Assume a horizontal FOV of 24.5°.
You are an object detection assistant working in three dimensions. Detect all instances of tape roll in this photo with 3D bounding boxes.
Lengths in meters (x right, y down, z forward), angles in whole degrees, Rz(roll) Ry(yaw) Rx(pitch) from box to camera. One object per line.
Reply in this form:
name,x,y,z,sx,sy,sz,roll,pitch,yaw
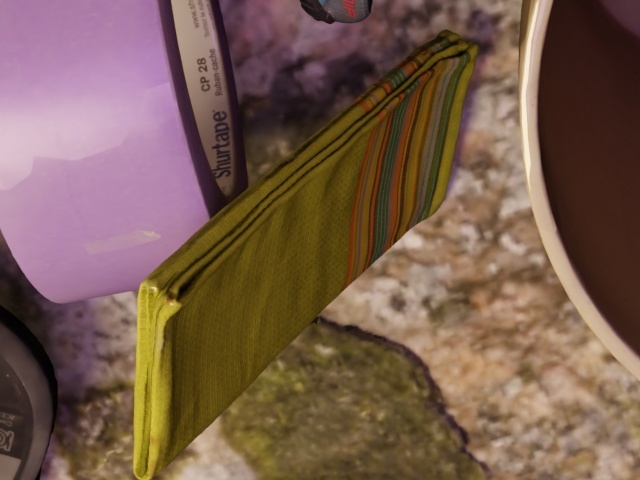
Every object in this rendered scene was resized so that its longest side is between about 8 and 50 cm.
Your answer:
tape roll,-0.087,-0.072,0.616,0.080,0.189,0.189,-11,111,4

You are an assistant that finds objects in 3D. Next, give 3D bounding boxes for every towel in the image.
towel,0.000,0.000,0.623,0.021,0.237,0.102,23,130,22

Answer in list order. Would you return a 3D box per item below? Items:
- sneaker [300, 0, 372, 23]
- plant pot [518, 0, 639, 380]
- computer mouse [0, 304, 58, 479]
sneaker,0.073,-0.199,0.613,0.125,0.104,0.262,21,111,-11
plant pot,0.185,-0.097,0.555,0.256,0.274,0.256,0,113,-1
computer mouse,-0.213,0.118,0.762,0.188,0.072,0.272,21,122,-8
